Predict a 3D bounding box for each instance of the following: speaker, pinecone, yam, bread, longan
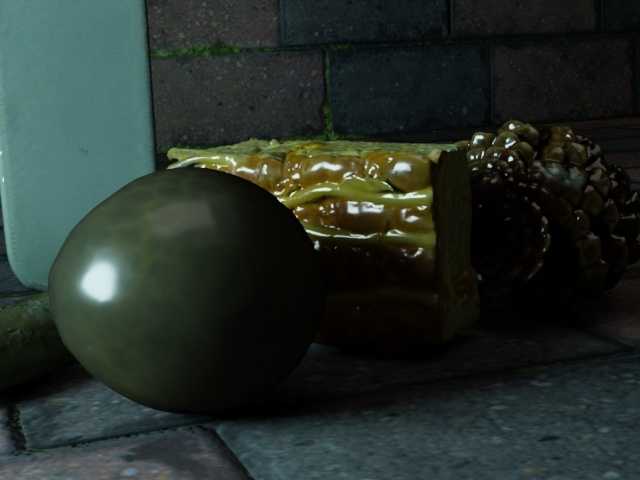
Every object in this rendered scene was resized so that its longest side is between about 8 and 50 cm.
[{"bbox_3d":[-0.300,-0.153,1.253,0.183,0.406,0.184,-6,7,-22],"label":"speaker"},{"bbox_3d":[0.221,-0.017,1.027,0.212,0.185,0.168,11,-10,-23],"label":"pinecone"},{"bbox_3d":[-0.250,0.086,0.864,0.070,0.069,0.146,4,12,30],"label":"yam"},{"bbox_3d":[0.000,0.000,0.965,0.275,0.184,0.114,5,18,31],"label":"bread"},{"bbox_3d":[-0.093,0.036,0.786,0.198,0.198,0.212,-1,8,5],"label":"longan"}]
